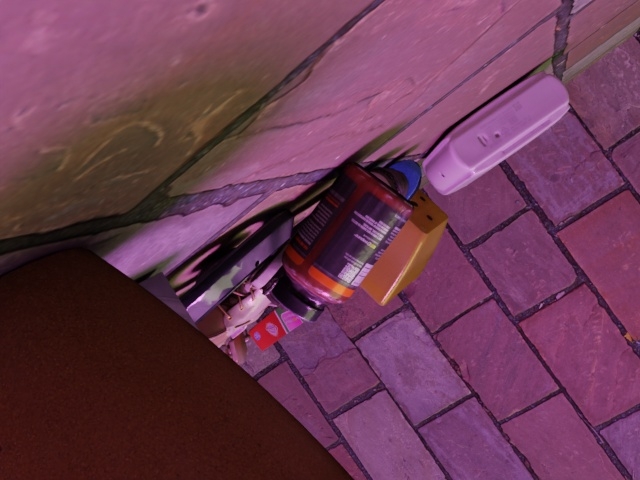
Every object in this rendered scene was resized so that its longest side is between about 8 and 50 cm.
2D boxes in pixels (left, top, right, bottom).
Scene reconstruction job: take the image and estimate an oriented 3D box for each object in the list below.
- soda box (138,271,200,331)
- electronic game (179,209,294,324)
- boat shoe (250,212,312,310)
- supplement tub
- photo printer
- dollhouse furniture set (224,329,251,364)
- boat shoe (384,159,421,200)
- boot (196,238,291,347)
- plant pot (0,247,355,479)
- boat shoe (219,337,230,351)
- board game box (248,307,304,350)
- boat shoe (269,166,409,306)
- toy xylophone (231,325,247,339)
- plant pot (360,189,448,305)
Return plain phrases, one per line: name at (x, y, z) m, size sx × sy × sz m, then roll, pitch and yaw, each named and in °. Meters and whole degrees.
soda box at (-0.234, 0.144, 0.748) m, size 0.091 × 0.098 × 0.286 m, roll -30°, pitch 174°, yaw -43°
electronic game at (-0.120, 0.042, 0.851) m, size 0.229 × 0.048 × 0.229 m, roll -43°, pitch -179°, yaw 1°
boat shoe at (0.000, 0.000, 0.971) m, size 0.227 × 0.068 × 0.081 m, roll -47°, pitch -173°, yaw -17°
supplement tub at (0.022, 0.006, 0.864) m, size 0.198 × 0.106 × 0.106 m, roll -53°, pitch 174°, yaw 7°
photo printer at (0.343, -0.206, 1.403) m, size 0.256 × 0.107 × 0.307 m, roll -35°, pitch 177°, yaw -4°
dollhouse furniture set at (-0.325, 0.363, 1.677) m, size 0.303 × 0.173 × 0.355 m, roll -17°, pitch -179°, yaw 6°
boat shoe at (0.085, -0.042, 1.222) m, size 0.258 × 0.109 × 0.089 m, roll -34°, pitch 180°, yaw 20°
boot at (-0.116, 0.075, 1.018) m, size 0.165 × 0.077 × 0.213 m, roll -48°, pitch 168°, yaw 29°
plant pot at (-0.130, 0.142, 0.432) m, size 0.237 × 0.254 × 0.237 m, roll -36°, pitch 177°, yaw -2°
boat shoe at (-0.267, 0.186, 1.065) m, size 0.116 × 0.123 × 0.324 m, roll 7°, pitch -141°, yaw 42°
board game box at (-0.022, 0.147, 1.685) m, size 0.242 × 0.064 × 0.316 m, roll -33°, pitch 175°, yaw -32°
boat shoe at (0.019, 0.001, 1.120) m, size 0.335 × 0.112 × 0.095 m, roll -42°, pitch 169°, yaw 33°
toy xylophone at (-0.103, 0.111, 1.660) m, size 0.323 × 0.081 × 0.236 m, roll -34°, pitch 176°, yaw -25°
plant pot at (0.160, -0.019, 1.535) m, size 0.212 × 0.212 × 0.187 m, roll -30°, pitch 162°, yaw -54°
